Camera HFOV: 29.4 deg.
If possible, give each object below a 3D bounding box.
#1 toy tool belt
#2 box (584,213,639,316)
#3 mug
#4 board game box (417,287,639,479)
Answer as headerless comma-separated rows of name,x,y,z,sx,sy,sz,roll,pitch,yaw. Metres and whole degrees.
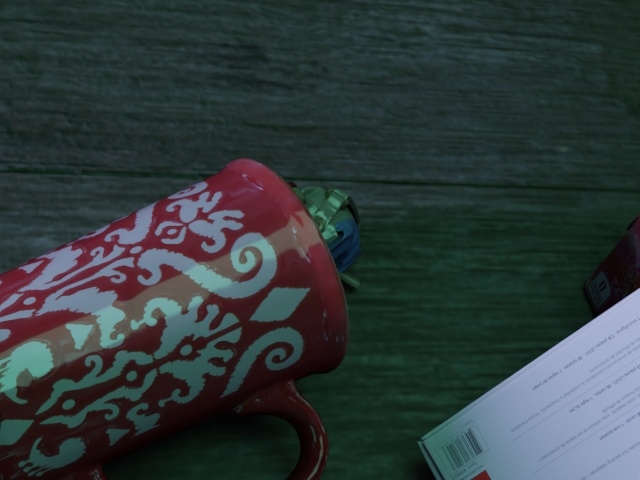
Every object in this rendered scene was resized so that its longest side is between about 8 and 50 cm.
toy tool belt,0.000,0.000,0.632,0.052,0.083,0.051,-35,76,5
box,0.264,0.087,0.630,0.128,0.122,0.256,-10,61,-24
mug,-0.077,0.054,0.545,0.169,0.113,0.150,-23,55,-26
board game box,0.213,0.087,0.524,0.053,0.305,0.193,27,30,-58
